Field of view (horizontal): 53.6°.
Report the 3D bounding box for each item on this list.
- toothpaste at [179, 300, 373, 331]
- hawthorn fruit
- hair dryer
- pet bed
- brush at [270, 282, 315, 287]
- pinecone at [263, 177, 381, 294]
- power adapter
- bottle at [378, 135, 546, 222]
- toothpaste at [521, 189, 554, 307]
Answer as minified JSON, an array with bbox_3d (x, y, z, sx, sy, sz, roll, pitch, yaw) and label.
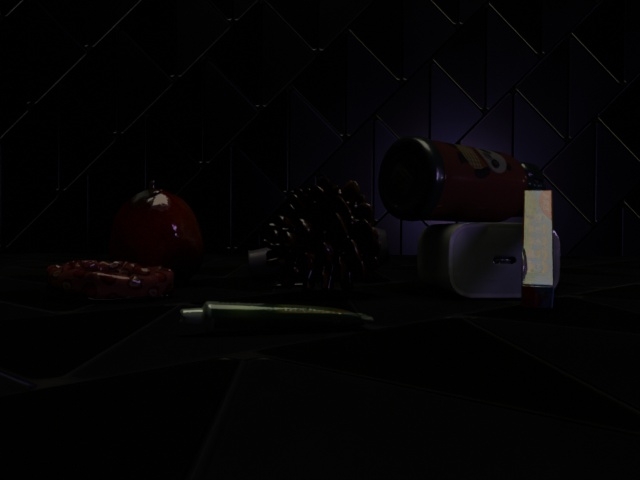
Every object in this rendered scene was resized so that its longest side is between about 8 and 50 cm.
[{"bbox_3d":[-0.045,0.081,0.670,0.204,0.032,0.049,3,0,-18],"label":"toothpaste"},{"bbox_3d":[-0.318,-0.013,1.218,0.185,0.202,0.185,-4,8,1],"label":"hawthorn fruit"},{"bbox_3d":[0.001,0.050,1.485,0.301,0.121,0.361,-8,-9,1],"label":"hair dryer"},{"bbox_3d":[-0.328,0.064,0.999,0.201,0.054,0.201,5,4,0],"label":"pet bed"},{"bbox_3d":[-0.051,0.083,1.175,0.083,0.008,0.024,0,-2,-9],"label":"brush"},{"bbox_3d":[0.000,0.000,1.048,0.207,0.208,0.208,0,1,0],"label":"pinecone"},{"bbox_3d":[0.276,0.031,1.119,0.186,0.124,0.255,1,0,-7],"label":"power adapter"},{"bbox_3d":[0.271,-0.101,1.150,0.336,0.144,0.144,1,0,-36],"label":"bottle"},{"bbox_3d":[0.317,0.001,0.923,0.044,0.193,0.070,1,-43,18],"label":"toothpaste"}]
